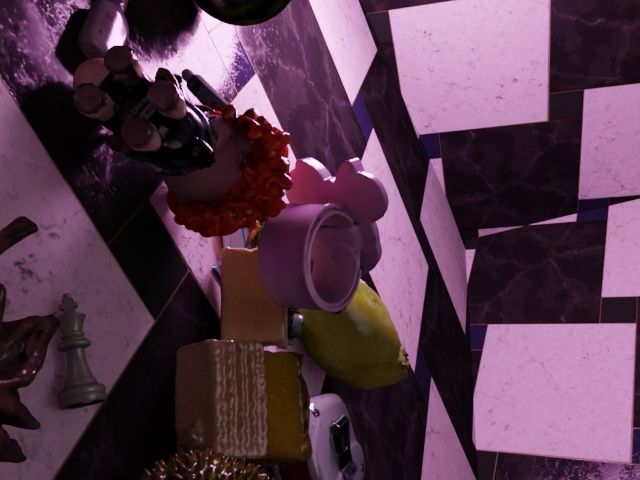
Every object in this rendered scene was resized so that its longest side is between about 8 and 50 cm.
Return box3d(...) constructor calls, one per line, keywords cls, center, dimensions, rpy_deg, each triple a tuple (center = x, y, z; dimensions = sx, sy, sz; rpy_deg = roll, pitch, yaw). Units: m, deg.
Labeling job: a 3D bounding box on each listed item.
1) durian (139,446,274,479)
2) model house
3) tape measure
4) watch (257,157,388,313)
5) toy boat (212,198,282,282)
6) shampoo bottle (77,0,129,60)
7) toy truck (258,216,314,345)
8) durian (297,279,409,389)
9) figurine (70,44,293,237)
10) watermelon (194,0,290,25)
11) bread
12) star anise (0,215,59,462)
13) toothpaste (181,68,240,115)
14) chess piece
box3d(cls="durian", center=(-0.131, 0.418, 0.888), dimensions=(0.224, 0.291, 0.291), rpy_deg=(67, 16, -66))
box3d(cls="model house", center=(-0.136, 0.261, 1.085), dimensions=(0.234, 0.175, 0.193), rpy_deg=(40, 41, -61))
box3d(cls="tape measure", center=(0.000, 0.435, 1.373), dimensions=(0.243, 0.125, 0.246), rpy_deg=(-20, 96, -69))
box3d(cls="watch", center=(0.000, 0.000, 1.206), dimensions=(0.217, 0.211, 0.248), rpy_deg=(-41, 126, -47))
box3d(cls="toy boat", center=(-0.160, -0.023, 1.394), dimensions=(0.220, 0.067, 0.291), rpy_deg=(62, 38, -40))
box3d(cls="shampoo bottle", center=(-0.350, -0.354, 1.129), dimensions=(0.080, 0.040, 0.165), rpy_deg=(51, 32, -44))
box3d(cls="toy truck", center=(-0.078, 0.085, 1.380), dimensions=(0.135, 0.128, 0.259), rpy_deg=(111, -10, -66))
box3d(cls="durian", center=(0.051, 0.192, 1.588), dimensions=(0.340, 0.204, 0.255), rpy_deg=(37, 29, -45))
box3d(cls="figurine", center=(-0.208, -0.147, 1.070), dimensions=(0.412, 0.306, 0.241), rpy_deg=(32, 76, -44))
box3d(cls="watermelon", center=(-0.170, -0.584, 1.438), dimensions=(0.269, 0.269, 0.268), rpy_deg=(-14, 90, -68))
box3d(cls="bread", center=(-0.125, 0.106, 1.261), dimensions=(0.068, 0.126, 0.188), rpy_deg=(112, -23, -71))
box3d(cls="star anise", center=(-0.377, 0.138, 0.674), dimensions=(0.292, 0.109, 0.349), rpy_deg=(18, 70, -73))
box3d(cls="toothpaste", center=(-0.203, -0.263, 1.297), dimensions=(0.216, 0.037, 0.062), rpy_deg=(47, -30, 29))
box3d(cls="chess piece", center=(-0.319, 0.141, 0.887), dimensions=(0.059, 0.059, 0.149), rpy_deg=(19, 52, -65))
